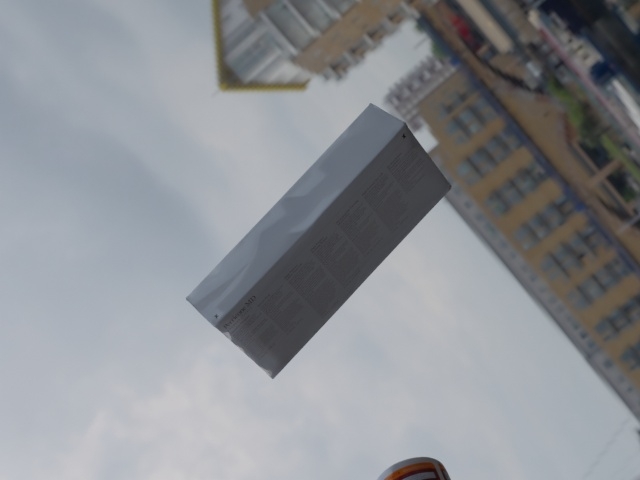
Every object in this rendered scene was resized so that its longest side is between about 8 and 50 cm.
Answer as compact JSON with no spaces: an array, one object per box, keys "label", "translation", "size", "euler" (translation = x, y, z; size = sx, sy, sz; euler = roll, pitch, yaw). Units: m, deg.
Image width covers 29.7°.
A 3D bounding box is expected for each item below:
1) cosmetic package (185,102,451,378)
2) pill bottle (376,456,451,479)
[{"label":"cosmetic package","translation":[0.000,0.000,1.067],"size":[0.060,0.239,0.099],"euler":[38,172,45]},{"label":"pill bottle","translation":[0.115,0.305,1.240],"size":[0.086,0.086,0.152],"euler":[39,-161,-42]}]
